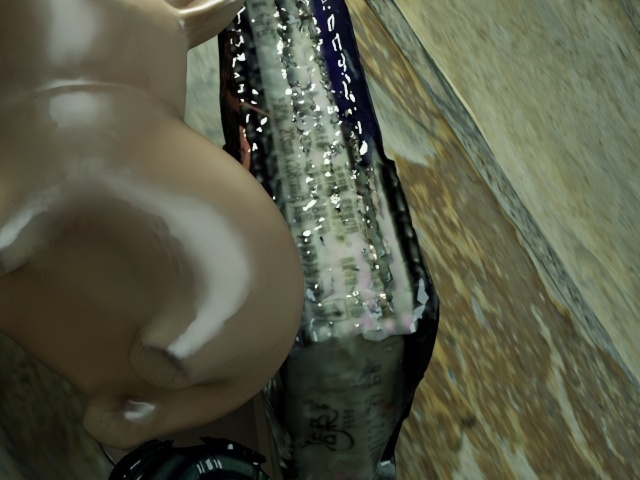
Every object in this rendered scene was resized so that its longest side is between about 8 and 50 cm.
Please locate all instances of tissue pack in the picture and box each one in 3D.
[{"bbox_3d":[0.000,0.000,1.213,0.245,0.123,0.332,87,-7,-55],"label":"tissue pack"}]

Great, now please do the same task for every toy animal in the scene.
[{"bbox_3d":[-0.142,-0.040,1.006,0.326,0.237,0.269,43,33,-10],"label":"toy animal"}]

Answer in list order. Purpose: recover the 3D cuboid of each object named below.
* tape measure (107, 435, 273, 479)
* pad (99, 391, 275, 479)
[{"bbox_3d":[-0.075,0.220,0.991,0.199,0.112,0.186,48,37,-27],"label":"tape measure"},{"bbox_3d":[-0.103,0.066,1.200,0.176,0.002,0.266,28,41,-41],"label":"pad"}]
